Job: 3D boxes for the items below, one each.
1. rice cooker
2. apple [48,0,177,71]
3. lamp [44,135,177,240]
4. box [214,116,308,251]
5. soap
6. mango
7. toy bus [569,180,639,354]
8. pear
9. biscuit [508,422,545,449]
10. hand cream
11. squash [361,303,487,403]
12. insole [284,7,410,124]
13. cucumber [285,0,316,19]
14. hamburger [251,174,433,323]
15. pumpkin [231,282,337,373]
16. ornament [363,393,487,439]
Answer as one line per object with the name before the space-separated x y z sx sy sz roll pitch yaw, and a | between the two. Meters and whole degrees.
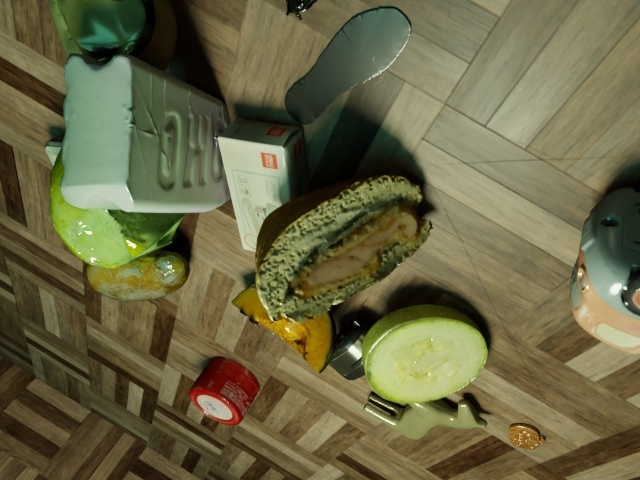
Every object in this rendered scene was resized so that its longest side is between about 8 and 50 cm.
rice cooker | 0.081 0.240 1.060 0.106 0.112 0.165 37 131 4
apple | -0.320 -0.345 0.727 0.207 0.174 0.188 -18 91 45
lamp | -0.487 -0.112 1.114 0.267 0.047 0.269 7 131 20
box | -0.097 -0.091 0.890 0.135 0.079 0.269 13 133 19
soap | -0.251 -0.150 0.780 0.115 0.347 0.208 7 95 14
mango | -0.447 0.072 1.181 0.316 0.146 0.193 -10 152 29
toy bus | 0.478 0.067 0.642 0.288 0.194 0.232 20 147 12
pear | -0.464 -0.060 0.998 0.282 0.176 0.286 -21 116 40
biscuit | 0.477 0.457 1.098 0.078 0.015 0.091 -2 127 31
hand cream | -0.298 0.469 1.471 0.193 0.125 0.193 14 131 17
squash | 0.209 0.238 0.960 0.252 0.049 0.252 -1 121 -2
insole | 0.030 -0.260 0.722 0.253 0.005 0.086 -28 110 42
cucumber | 0.009 -0.358 0.615 0.053 0.053 0.181 47 136 -15
hamburger | -0.001 0.002 0.785 0.209 0.330 0.162 3 122 57
pumpkin | -0.040 0.186 1.080 0.312 0.148 0.169 32 173 39
ornament | 0.254 0.416 1.155 0.245 0.061 0.230 29 134 6
